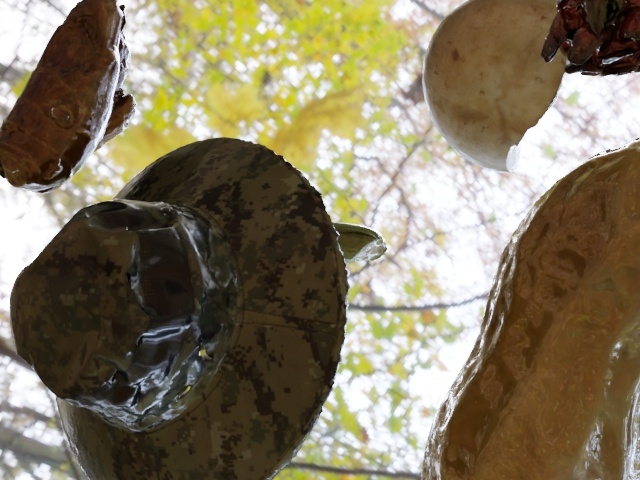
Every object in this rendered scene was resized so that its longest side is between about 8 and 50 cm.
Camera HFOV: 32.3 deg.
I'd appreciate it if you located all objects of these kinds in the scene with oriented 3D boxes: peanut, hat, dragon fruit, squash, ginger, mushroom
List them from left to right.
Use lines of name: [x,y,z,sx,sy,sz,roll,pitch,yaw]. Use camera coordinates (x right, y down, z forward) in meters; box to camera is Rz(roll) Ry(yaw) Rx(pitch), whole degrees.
ginger: [-0.182,-0.101,0.832,0.162,0.073,0.103,-64,-176,-12]
hat: [-0.119,0.045,0.708,0.265,0.128,0.265,-9,-106,32]
squash: [0.000,0.000,1.868,0.239,0.069,0.069,6,-113,23]
mushroom: [0.238,-0.235,1.493,0.253,0.189,0.195,-63,175,31]
peanut: [0.157,0.082,0.694,0.149,0.149,0.313,31,-76,47]
dragon fruit: [0.292,-0.214,1.098,0.121,0.142,0.130,27,-82,6]
